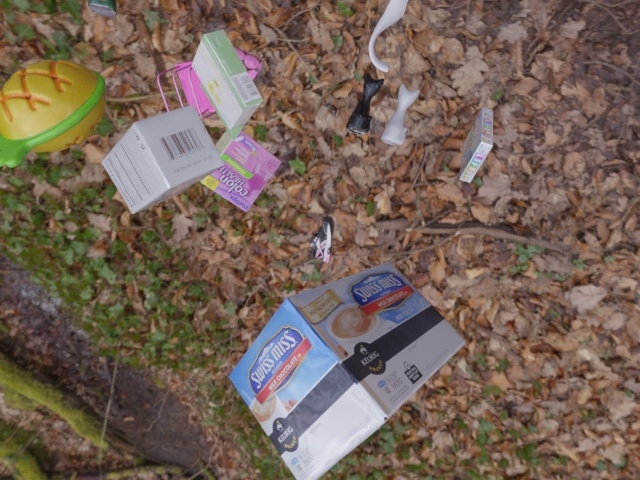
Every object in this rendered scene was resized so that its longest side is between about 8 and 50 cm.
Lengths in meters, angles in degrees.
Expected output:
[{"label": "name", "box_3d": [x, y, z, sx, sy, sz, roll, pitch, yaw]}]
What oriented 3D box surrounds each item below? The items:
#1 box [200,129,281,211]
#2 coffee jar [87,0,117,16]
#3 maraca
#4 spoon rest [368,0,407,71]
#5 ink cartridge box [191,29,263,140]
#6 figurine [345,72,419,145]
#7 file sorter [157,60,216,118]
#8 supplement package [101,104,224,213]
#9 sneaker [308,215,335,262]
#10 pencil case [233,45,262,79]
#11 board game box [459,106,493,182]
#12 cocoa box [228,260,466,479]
[{"label": "box", "box_3d": [-0.311, -0.273, 1.663, 0.213, 0.117, 0.243, 35, 92, -36]}, {"label": "coffee jar", "box_3d": [-0.791, -0.926, 1.603, 0.096, 0.079, 0.184, 3, 86, -16]}, {"label": "maraca", "box_3d": [-0.351, -0.155, 0.548, 0.127, 0.185, 0.099, 25, 155, 33]}, {"label": "spoon rest", "box_3d": [0.208, -0.673, 1.362, 0.084, 0.137, 0.276, 12, 131, 1]}, {"label": "ink cartridge box", "box_3d": [-0.228, -0.334, 1.001, 0.171, 0.056, 0.235, 60, 150, -5]}, {"label": "figurine", "box_3d": [0.223, -0.462, 1.543, 0.215, 0.092, 0.209, 20, 98, 8]}, {"label": "file sorter", "box_3d": [-0.434, -0.572, 1.671, 0.291, 0.182, 0.202, -1, 123, 18]}, {"label": "supplement package", "box_3d": [-0.258, -0.125, 0.709, 0.179, 0.105, 0.105, -14, 106, 50]}, {"label": "sneaker", "box_3d": [0.000, 0.000, 1.392, 0.077, 0.072, 0.178, 10, 129, 5]}, {"label": "pencil case", "box_3d": [-0.307, -0.612, 1.489, 0.209, 0.095, 0.098, 18, 120, -22]}, {"label": "board game box", "box_3d": [0.351, -0.216, 0.986, 0.026, 0.154, 0.103, 20, 137, 3]}, {"label": "cocoa box", "box_3d": [0.059, 0.215, 0.805, 0.228, 0.347, 0.231, 49, 122, 20]}]
